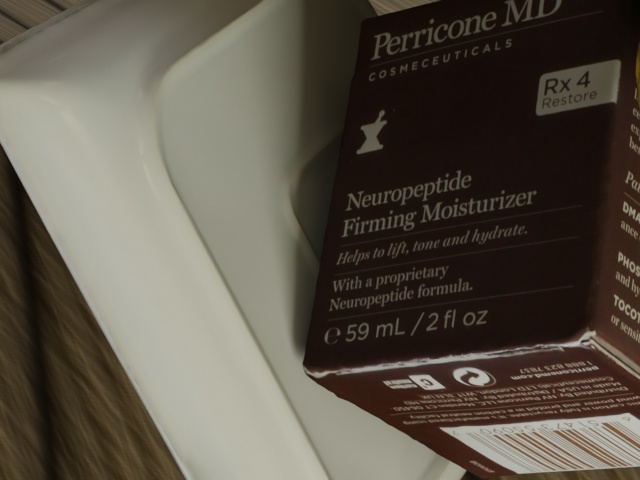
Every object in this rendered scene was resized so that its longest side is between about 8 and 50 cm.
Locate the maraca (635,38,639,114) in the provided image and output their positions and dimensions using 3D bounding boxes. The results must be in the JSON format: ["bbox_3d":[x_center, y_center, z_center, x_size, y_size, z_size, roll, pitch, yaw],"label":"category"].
[{"bbox_3d":[0.187,-0.069,0.830,0.127,0.099,0.186,40,-163,-23],"label":"maraca"}]

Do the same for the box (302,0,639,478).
[{"bbox_3d":[0.116,-0.003,0.961,0.168,0.203,0.167,-10,150,38],"label":"box"}]

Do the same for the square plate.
[{"bbox_3d":[0.000,0.000,1.016,0.049,0.344,0.347,-20,104,32],"label":"square plate"}]
